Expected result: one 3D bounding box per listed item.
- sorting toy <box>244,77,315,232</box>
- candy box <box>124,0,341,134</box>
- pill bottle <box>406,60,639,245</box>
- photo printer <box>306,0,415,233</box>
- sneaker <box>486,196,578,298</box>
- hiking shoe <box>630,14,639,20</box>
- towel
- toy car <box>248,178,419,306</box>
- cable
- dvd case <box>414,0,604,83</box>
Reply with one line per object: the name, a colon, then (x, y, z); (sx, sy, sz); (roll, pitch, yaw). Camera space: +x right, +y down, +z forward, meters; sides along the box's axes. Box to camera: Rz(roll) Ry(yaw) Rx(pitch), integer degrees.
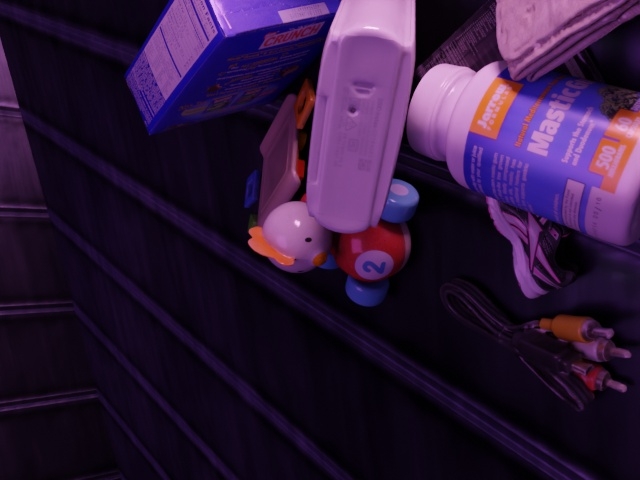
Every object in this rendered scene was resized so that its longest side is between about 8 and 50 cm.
sorting toy: (-0.064, -0.136, 1.159); (0.348, 0.047, 0.196); (129, 145, -52)
candy box: (-0.127, -0.308, 1.011); (0.317, 0.268, 0.122); (-26, 89, 53)
pill bottle: (0.235, -0.111, 0.709); (0.272, 0.152, 0.153); (27, 126, 34)
photo printer: (0.057, -0.194, 0.839); (0.107, 0.308, 0.256); (9, 124, 2)
sneaker: (0.275, -0.019, 0.813); (0.077, 0.072, 0.178); (-18, 99, 41)
hiking shoe: (0.369, -0.233, 0.537); (0.304, 0.113, 0.132); (36, 133, 38)
towel: (0.243, -0.312, 0.625); (0.187, 0.049, 0.283); (-27, 59, 60)
toy car: (0.000, 0.000, 1.017); (0.210, 0.237, 0.219); (42, 136, 32)
cable: (0.288, 0.132, 0.888); (0.287, 0.072, 0.140); (28, 145, 57)
dvd case: (0.225, -0.208, 0.814); (0.221, 0.018, 0.165); (-37, 77, 53)
